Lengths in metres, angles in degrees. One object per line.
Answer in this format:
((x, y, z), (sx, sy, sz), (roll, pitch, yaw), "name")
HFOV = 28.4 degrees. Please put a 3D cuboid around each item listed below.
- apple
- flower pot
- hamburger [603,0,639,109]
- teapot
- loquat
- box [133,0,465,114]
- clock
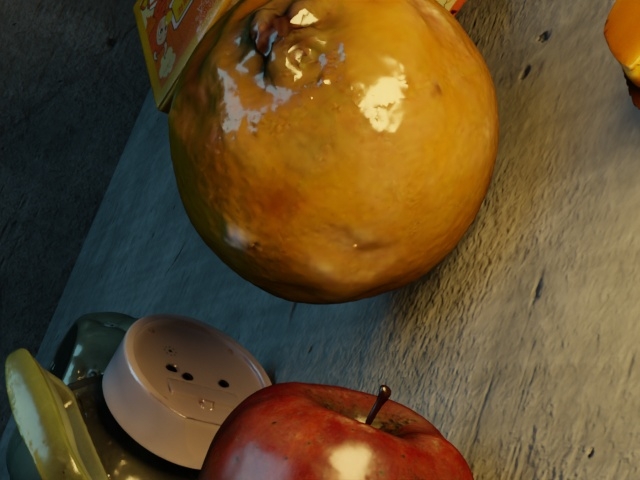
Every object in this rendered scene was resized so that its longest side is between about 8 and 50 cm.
((0.007, 0.214, 0.957), (0.234, 0.234, 0.234), (-54, 21, 31), "apple")
((-0.294, 0.225, 1.828), (0.246, 0.195, 0.246), (-54, 22, 33), "flower pot")
((0.278, -0.163, 0.895), (0.166, 0.087, 0.137), (-54, 21, 34), "hamburger")
((-0.237, 0.283, 1.507), (0.239, 0.240, 0.321), (-122, 30, -45), "teapot")
((0.009, -0.100, 1.209), (0.328, 0.329, 0.328), (-54, 21, 31), "loquat")
((-0.024, -0.269, 1.414), (0.283, 0.260, 0.213), (-54, 39, 31), "box")
((-0.154, 0.176, 1.489), (0.068, 0.197, 0.197), (-57, 19, 26), "clock")
